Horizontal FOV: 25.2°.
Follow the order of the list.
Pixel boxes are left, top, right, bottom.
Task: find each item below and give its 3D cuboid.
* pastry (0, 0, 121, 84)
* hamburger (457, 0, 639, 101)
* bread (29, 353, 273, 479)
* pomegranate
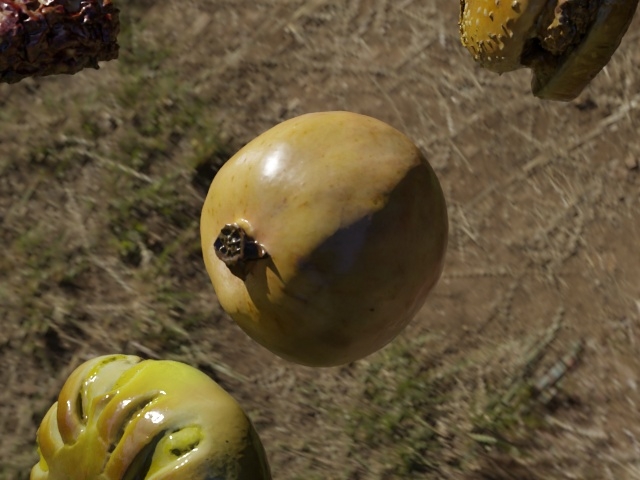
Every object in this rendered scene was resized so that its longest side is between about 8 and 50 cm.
[{"bbox_3d":[-0.299,-0.210,1.432,0.208,0.097,0.115,-10,49,-22],"label":"pastry"},{"bbox_3d":[0.182,-0.204,1.141,0.118,0.182,0.191,11,33,-8],"label":"hamburger"},{"bbox_3d":[-0.129,0.182,1.016,0.213,0.105,0.213,5,98,40],"label":"bread"},{"bbox_3d":[0.004,-0.001,1.067,0.191,0.191,0.191,-6,71,20],"label":"pomegranate"}]
